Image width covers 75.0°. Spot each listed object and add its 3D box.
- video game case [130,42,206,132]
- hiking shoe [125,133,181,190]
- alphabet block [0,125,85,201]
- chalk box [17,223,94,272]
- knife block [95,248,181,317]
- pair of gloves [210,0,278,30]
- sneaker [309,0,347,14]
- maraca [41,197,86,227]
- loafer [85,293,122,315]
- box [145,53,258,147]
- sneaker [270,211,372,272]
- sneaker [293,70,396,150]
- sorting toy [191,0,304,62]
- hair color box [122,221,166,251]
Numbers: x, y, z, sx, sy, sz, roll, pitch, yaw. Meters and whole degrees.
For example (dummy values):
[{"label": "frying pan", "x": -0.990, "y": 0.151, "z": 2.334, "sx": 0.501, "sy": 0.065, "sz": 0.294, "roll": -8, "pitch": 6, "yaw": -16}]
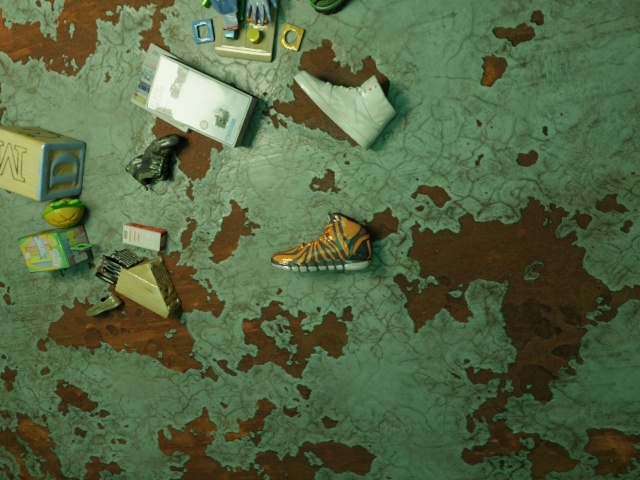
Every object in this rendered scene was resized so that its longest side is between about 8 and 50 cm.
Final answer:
[{"label": "video game case", "x": -0.474, "y": -0.478, "z": 1.316, "sx": 0.212, "sy": 0.023, "sz": 0.193, "roll": 30, "pitch": 107, "yaw": 1}, {"label": "hiking shoe", "x": -0.522, "y": -0.257, "z": 1.362, "sx": 0.226, "sy": 0.086, "sz": 0.114, "roll": -30, "pitch": 110, "yaw": 22}, {"label": "alphabet block", "x": -0.932, "y": -0.257, "z": 1.377, "sx": 0.197, "sy": 0.192, "sz": 0.194, "roll": 18, "pitch": 105, "yaw": 5}, {"label": "chalk box", "x": -0.913, "y": 0.024, "z": 1.474, "sx": 0.212, "sy": 0.132, "sz": 0.132, "roll": -8, "pitch": 103, "yaw": 12}, {"label": "knife block", "x": -0.660, "y": 0.158, "z": 1.482, "sx": 0.241, "sy": 0.088, "sz": 0.276, "roll": -16, "pitch": 101, "yaw": 15}, {"label": "pair of gloves", "x": -0.219, "y": -0.678, "z": 1.174, "sx": 0.198, "sy": 0.023, "sz": 0.160, "roll": -5, "pitch": 94, "yaw": 12}, {"label": "sneaker", "x": 0.106, "y": -0.735, "z": 1.073, "sx": 0.343, "sy": 0.146, "sz": 0.134, "roll": -40, "pitch": 94, "yaw": 17}, {"label": "maraca", "x": -0.874, "y": -0.101, "z": 1.424, "sx": 0.185, "sy": 0.127, "sz": 0.099, "roll": -26, "pitch": 83, "yaw": 46}, {"label": "loafer", "x": -0.808, "y": 0.238, "z": 1.551, "sx": 0.147, "sy": 0.056, "sz": 0.050, "roll": -20, "pitch": 99, "yaw": 5}, {"label": "box", "x": -0.356, "y": -0.414, "z": 1.257, "sx": 0.289, "sy": 0.087, "sz": 0.169, "roll": 25, "pitch": 107, "yaw": -4}, {"label": "sneaker", "x": 0.000, "y": 0.000, "z": 1.308, "sx": 0.320, "sy": 0.124, "sz": 0.180, "roll": -3, "pitch": 100, "yaw": 1}, {"label": "sneaker", "x": 0.079, "y": -0.417, "z": 1.188, "sx": 0.292, "sy": 0.108, "sz": 0.169, "roll": 39, "pitch": 106, "yaw": -11}, {"label": "sorting toy", "x": -0.219, "y": -0.634, "z": 1.214, "sx": 0.347, "sy": 0.047, "sz": 0.196, "roll": 10, "pitch": 106, "yaw": 8}, {"label": "hair color box", "x": -0.612, "y": -0.013, "z": 1.451, "sx": 0.141, "sy": 0.043, "sz": 0.072, "roll": 13, "pitch": 106, "yaw": 6}]
